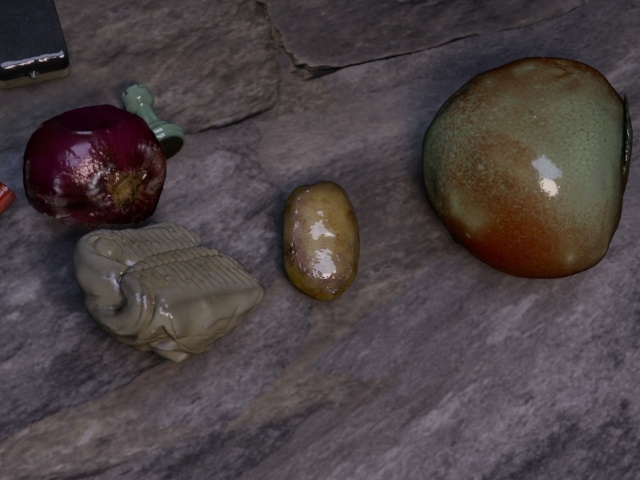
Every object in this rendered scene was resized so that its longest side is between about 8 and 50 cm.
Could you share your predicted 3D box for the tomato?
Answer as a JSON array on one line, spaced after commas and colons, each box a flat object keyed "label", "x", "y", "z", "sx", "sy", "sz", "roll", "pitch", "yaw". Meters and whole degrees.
[{"label": "tomato", "x": 0.294, "y": -0.108, "z": 1.938, "sx": 0.303, "sy": 0.239, "sz": 0.303, "roll": 4, "pitch": 64, "yaw": -7}]

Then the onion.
[{"label": "onion", "x": -0.311, "y": -0.111, "z": 1.883, "sx": 0.195, "sy": 0.140, "sz": 0.218, "roll": -14, "pitch": 32, "yaw": -37}]

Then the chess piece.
[{"label": "chess piece", "x": -0.235, "y": -0.164, "z": 1.975, "sx": 0.067, "sy": 0.067, "sz": 0.103, "roll": -24, "pitch": 66, "yaw": -17}]

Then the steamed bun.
[{"label": "steamed bun", "x": -0.202, "y": 0.077, "z": 1.832, "sx": 0.218, "sy": 0.144, "sz": 0.211, "roll": -13, "pitch": 37, "yaw": -39}]

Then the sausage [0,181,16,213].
[{"label": "sausage", "x": -0.455, "y": -0.022, "z": 1.895, "sx": 0.034, "sy": 0.034, "sz": 0.129, "roll": 37, "pitch": 67, "yaw": 6}]

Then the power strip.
[{"label": "power strip", "x": -0.427, "y": -0.330, "z": 2.007, "sx": 0.105, "sy": 0.070, "sz": 0.256, "roll": -14, "pitch": 69, "yaw": -12}]

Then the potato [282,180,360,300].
[{"label": "potato", "x": 0.000, "y": 0.000, "z": 1.934, "sx": 0.107, "sy": 0.080, "sz": 0.170, "roll": -1, "pitch": 71, "yaw": -18}]
